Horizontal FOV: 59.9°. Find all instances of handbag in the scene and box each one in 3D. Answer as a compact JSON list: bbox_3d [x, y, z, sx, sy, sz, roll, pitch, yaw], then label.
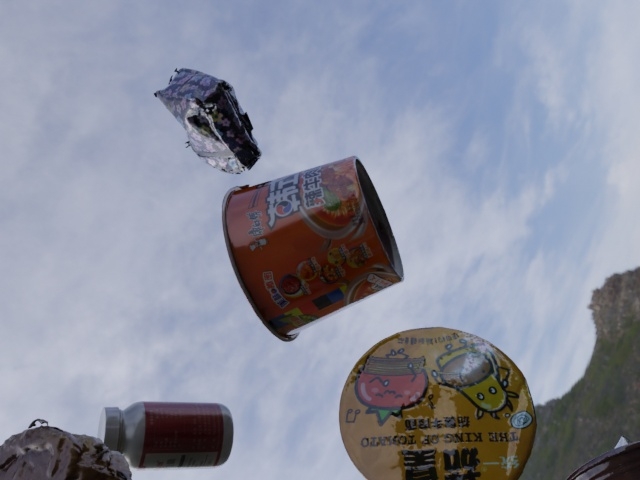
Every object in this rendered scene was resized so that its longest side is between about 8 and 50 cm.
[{"bbox_3d":[-0.220,-0.241,1.139,0.127,0.228,0.208,-46,-48,-19],"label":"handbag"}]

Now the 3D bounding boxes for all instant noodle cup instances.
[{"bbox_3d":[0.141,0.238,0.670,0.216,0.215,0.172,-51,-35,-29],"label":"instant noodle cup"},{"bbox_3d":[0.000,0.000,0.819,0.250,0.192,0.251,-21,-90,-77],"label":"instant noodle cup"}]

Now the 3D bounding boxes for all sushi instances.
[{"bbox_3d":[-0.394,0.370,0.825,0.179,0.296,0.167,51,-157,-52],"label":"sushi"}]

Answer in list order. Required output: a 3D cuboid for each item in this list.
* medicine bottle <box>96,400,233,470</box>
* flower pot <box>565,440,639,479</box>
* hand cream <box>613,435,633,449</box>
[{"bbox_3d":[-0.308,0.390,1.109,0.250,0.131,0.131,9,-85,-27],"label":"medicine bottle"},{"bbox_3d":[0.305,0.260,0.532,0.111,0.089,0.111,-10,-45,-10],"label":"flower pot"},{"bbox_3d":[0.689,0.478,1.244,0.209,0.067,0.043,7,-72,-51],"label":"hand cream"}]
